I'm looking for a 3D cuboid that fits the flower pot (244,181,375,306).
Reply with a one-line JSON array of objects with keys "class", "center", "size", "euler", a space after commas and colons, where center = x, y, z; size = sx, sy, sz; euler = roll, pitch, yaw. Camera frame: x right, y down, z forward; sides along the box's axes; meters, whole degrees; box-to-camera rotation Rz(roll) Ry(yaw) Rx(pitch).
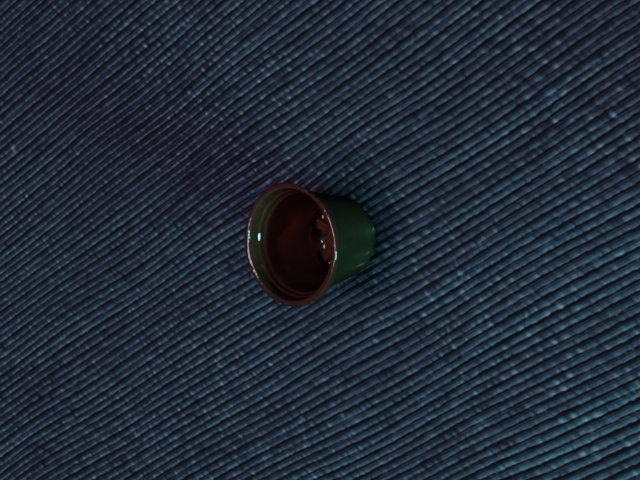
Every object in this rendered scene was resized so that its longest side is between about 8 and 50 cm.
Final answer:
[{"class": "flower pot", "center": [0.000, 0.000, 1.468], "size": [0.111, 0.089, 0.111], "euler": [6, 99, 39]}]
